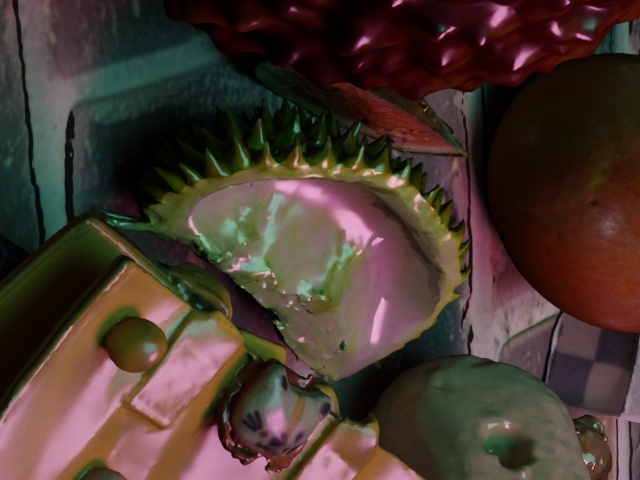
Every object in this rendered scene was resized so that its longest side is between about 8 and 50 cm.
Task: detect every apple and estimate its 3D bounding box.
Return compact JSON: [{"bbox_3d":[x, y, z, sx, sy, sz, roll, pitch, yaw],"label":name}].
[{"bbox_3d":[0.264,-0.044,1.723,0.253,0.253,0.254,-17,113,-48],"label":"apple"}]

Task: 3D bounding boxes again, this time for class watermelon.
[{"bbox_3d":[0.025,-0.119,1.472,0.245,0.119,0.063,28,89,-51],"label":"watermelon"}]

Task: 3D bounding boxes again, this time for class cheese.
[{"bbox_3d":[0.142,0.221,1.610,0.173,0.251,0.248,-5,93,-17],"label":"cheese"}]

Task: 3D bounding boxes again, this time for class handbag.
[{"bbox_3d":[-0.113,0.174,1.297,0.283,0.133,0.401,-49,136,-2],"label":"handbag"}]

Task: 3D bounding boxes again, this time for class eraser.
[{"bbox_3d":[0.378,0.148,1.996,0.404,0.098,0.096,14,89,-52],"label":"eraser"}]

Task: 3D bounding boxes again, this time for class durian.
[{"bbox_3d":[0.000,0.000,1.450,0.169,0.158,0.352,-61,143,-10],"label":"durian"}]

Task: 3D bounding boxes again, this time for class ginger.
[{"bbox_3d":[0.201,0.233,1.815,0.204,0.080,0.104,-20,140,-48],"label":"ginger"}]

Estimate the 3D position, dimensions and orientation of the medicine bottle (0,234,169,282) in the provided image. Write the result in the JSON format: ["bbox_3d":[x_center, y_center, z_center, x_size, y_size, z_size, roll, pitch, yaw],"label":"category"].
[{"bbox_3d":[-0.180,0.042,1.291,0.258,0.079,0.124,34,77,-49],"label":"medicine bottle"}]

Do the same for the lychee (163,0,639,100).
[{"bbox_3d":[0.078,-0.299,1.231,0.499,0.424,0.425,-10,110,-18],"label":"lychee"}]
